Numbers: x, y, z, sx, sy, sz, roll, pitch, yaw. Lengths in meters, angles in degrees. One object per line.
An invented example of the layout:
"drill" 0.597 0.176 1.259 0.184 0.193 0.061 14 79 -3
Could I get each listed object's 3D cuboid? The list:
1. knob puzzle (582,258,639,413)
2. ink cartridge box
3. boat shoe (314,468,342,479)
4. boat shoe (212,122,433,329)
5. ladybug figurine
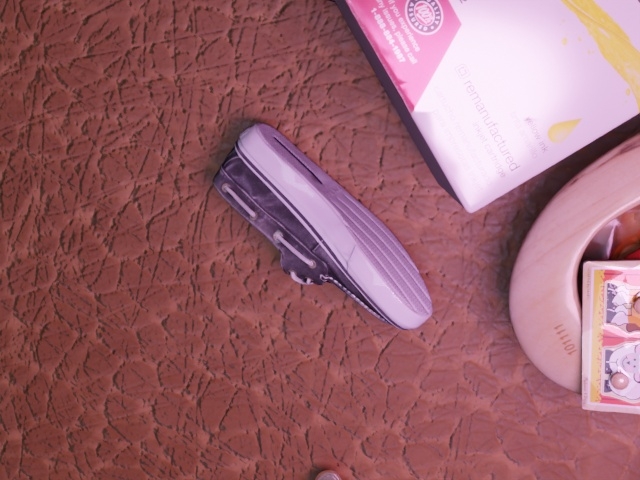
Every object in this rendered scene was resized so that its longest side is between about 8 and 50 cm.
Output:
"knob puzzle" 0.383 0.109 1.162 0.213 0.030 0.213 2 101 12
"ink cartridge box" 0.245 -0.253 1.170 0.384 0.160 0.279 -31 104 3
"boat shoe" 0.022 0.368 1.447 0.050 0.045 0.135 -12 99 4
"boat shoe" 0.000 0.000 1.367 0.335 0.121 0.119 47 114 13
"ladybug figurine" 0.430 0.009 1.233 0.449 0.162 0.305 -28 94 16
